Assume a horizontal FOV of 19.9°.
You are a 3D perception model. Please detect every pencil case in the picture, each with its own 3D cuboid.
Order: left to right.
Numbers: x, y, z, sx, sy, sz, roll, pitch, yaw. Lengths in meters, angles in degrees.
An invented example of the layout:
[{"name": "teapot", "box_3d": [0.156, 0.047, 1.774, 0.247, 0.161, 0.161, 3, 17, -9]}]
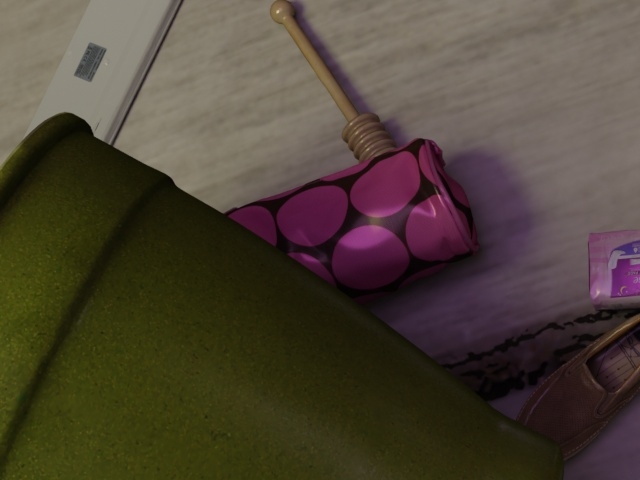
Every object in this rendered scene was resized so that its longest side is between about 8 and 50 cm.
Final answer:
[{"name": "pencil case", "box_3d": [0.000, 0.000, 1.235, 0.209, 0.095, 0.098, -20, 53, 13]}]

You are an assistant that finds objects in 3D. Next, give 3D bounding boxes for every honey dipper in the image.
[{"name": "honey dipper", "box_3d": [0.007, -0.114, 1.295, 0.030, 0.030, 0.160, -35, 64, 9]}]

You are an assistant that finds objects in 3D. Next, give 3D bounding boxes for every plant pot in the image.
[{"name": "plant pot", "box_3d": [-0.060, 0.162, 1.071, 0.353, 0.366, 0.366, 24, 84, 3]}]

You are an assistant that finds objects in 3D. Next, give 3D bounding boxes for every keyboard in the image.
[{"name": "keyboard", "box_3d": [-0.165, -0.131, 1.376, 0.072, 0.014, 0.256, 22, 84, 30]}]

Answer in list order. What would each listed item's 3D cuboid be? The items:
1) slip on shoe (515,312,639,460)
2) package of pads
[{"name": "slip on shoe", "box_3d": [0.175, 0.094, 1.166, 0.135, 0.041, 0.051, -38, 66, 8]}, {"name": "package of pads", "box_3d": [0.216, 0.018, 1.177, 0.083, 0.032, 0.050, -5, 72, 19]}]
